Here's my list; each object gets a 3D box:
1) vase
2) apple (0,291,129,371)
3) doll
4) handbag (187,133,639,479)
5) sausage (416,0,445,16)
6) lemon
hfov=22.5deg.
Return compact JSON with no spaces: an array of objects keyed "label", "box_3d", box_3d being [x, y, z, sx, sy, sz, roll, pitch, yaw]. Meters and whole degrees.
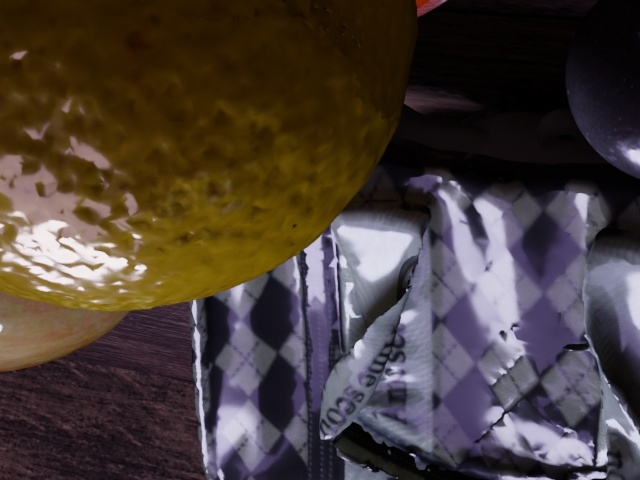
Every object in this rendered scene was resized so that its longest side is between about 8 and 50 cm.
[{"label":"vase","box_3d":[0.181,-0.105,0.789,0.120,0.120,0.183,10,154,13]},{"label":"apple","box_3d":[-0.265,-0.017,1.334,0.234,0.256,0.257,-9,172,-14]},{"label":"doll","box_3d":[0.111,-0.012,1.137,0.311,0.159,0.243,22,166,-22]},{"label":"handbag","box_3d":[0.121,0.051,0.979,0.416,0.180,0.316,4,135,13]},{"label":"sausage","box_3d":[0.015,-0.140,0.870,0.074,0.074,0.274,18,166,-21]},{"label":"lemon","box_3d":[-0.097,-0.103,0.707,0.293,0.293,0.293,12,168,3]}]
